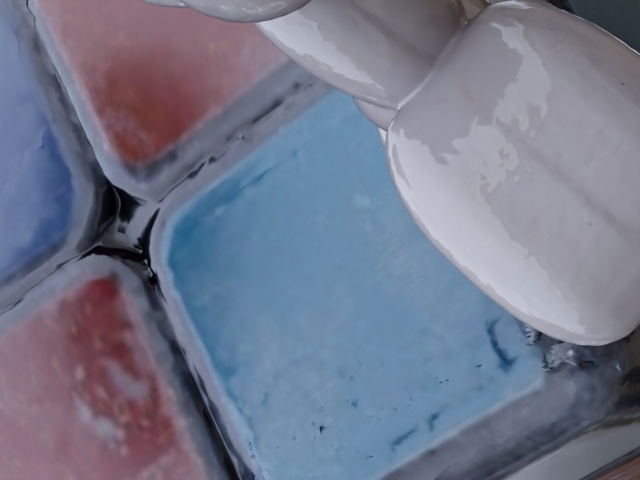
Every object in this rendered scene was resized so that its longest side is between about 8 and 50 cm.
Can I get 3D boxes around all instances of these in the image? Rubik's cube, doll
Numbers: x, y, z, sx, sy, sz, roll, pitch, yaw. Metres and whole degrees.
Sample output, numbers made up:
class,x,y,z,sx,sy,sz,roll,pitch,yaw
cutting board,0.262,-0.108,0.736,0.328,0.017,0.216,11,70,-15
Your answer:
class,x,y,z,sx,sy,sz,roll,pitch,yaw
Rubik's cube,0.000,0.000,0.879,0.316,0.313,0.318,3,-123,-60
doll,0.009,-0.049,0.402,0.160,0.059,0.161,38,-171,-5
